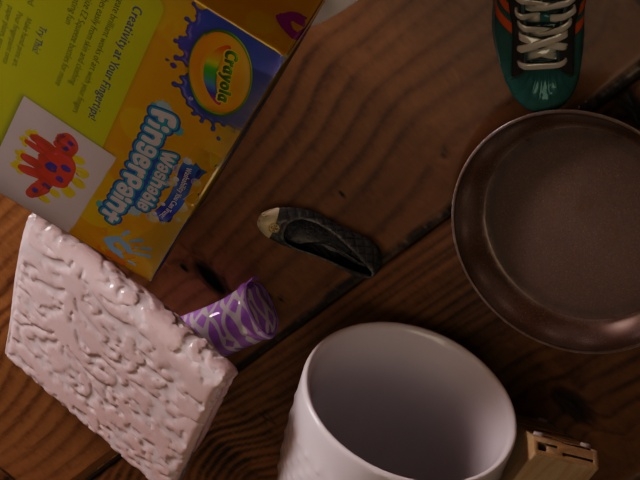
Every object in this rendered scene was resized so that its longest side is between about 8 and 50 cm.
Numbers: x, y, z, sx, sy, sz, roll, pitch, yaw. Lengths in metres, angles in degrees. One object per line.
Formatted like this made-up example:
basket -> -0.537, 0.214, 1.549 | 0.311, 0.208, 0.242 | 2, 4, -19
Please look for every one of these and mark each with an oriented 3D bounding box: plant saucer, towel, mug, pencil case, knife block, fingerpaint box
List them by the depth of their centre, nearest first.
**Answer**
fingerpaint box -> -0.248, -0.205, 1.208 | 0.371, 0.163, 0.445 | 31, 139, -6
plant saucer -> 0.309, -0.013, 1.300 | 0.311, 0.050, 0.310 | 14, 119, 27
mug -> 0.093, 0.348, 1.393 | 0.276, 0.374, 0.328 | -4, 131, -24
towel -> -0.275, 0.154, 1.433 | 0.332, 0.053, 0.317 | 37, 138, 11
knife block -> 0.254, 0.356, 1.436 | 0.088, 0.276, 0.242 | 14, 90, -8
pencil case -> -0.159, 0.125, 1.482 | 0.206, 0.086, 0.088 | -22, 84, 18

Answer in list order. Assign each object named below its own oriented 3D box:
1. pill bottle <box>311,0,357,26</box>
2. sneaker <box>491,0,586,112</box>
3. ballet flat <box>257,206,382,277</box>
pill bottle -> -0.040, -0.373, 1.166 | 0.153, 0.153, 0.264 | -27, 109, 21
sneaker -> 0.239, -0.273, 1.186 | 0.108, 0.121, 0.302 | -1, 116, 11
ballet flat -> 0.000, 0.000, 1.406 | 0.173, 0.049, 0.057 | 19, 117, 0
